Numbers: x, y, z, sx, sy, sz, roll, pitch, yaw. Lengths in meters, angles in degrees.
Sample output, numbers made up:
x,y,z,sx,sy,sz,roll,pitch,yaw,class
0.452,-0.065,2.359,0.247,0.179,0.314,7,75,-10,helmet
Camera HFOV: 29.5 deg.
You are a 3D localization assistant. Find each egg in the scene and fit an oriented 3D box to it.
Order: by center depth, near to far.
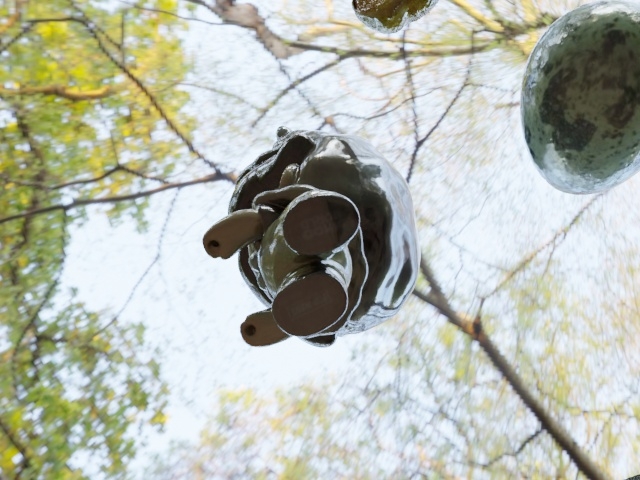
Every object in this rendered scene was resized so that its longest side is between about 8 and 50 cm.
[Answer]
x,y,z,sx,sy,sz,roll,pitch,yaw,class
0.229,-0.114,1.002,0.132,0.132,0.172,18,-55,8,egg

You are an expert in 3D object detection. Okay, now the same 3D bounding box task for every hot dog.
x,y,z,sx,sy,sz,roll,pitch,yaw,class
0.151,-0.332,1.334,0.289,0.068,0.083,-44,-131,-9,hot dog

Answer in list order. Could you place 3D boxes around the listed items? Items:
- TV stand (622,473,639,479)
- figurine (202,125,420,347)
x,y,z,sx,sy,sz,roll,pitch,yaw,class
0.251,0.229,1.029,0.256,0.040,0.049,-27,-111,23,TV stand
0.000,0.000,1.225,0.203,0.380,0.248,-19,-85,5,figurine
